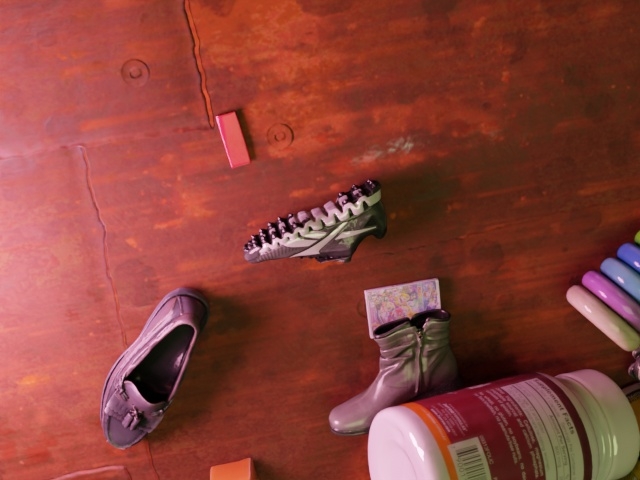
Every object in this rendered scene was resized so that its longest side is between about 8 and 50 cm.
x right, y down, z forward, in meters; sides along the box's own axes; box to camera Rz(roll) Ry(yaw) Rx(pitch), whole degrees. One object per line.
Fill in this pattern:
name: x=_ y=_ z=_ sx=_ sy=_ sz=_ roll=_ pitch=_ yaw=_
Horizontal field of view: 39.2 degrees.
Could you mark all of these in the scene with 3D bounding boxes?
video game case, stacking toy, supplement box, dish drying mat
video game case: x=0.137 y=0.111 z=1.475 sx=0.122 sy=0.011 sz=0.087 roll=-10 pitch=113 yaw=-4
stacking toy: x=0.552 y=0.014 z=1.432 sx=0.141 sy=0.141 sz=0.330 roll=38 pitch=98 yaw=-20
supplement box: x=-0.127 y=0.498 z=1.563 sx=0.078 sy=0.080 sz=0.233 roll=-14 pitch=115 yaw=1
dish drying mat: x=-0.129 y=-0.150 z=1.334 sx=0.032 sy=0.008 sz=0.083 roll=-16 pitch=114 yaw=0

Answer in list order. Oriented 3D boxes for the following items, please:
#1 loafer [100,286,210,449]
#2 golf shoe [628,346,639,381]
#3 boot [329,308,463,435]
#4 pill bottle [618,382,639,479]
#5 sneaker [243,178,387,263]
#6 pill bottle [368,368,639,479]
loafer: x=-0.269 y=0.215 z=1.417 sx=0.109 sy=0.095 sz=0.302 roll=25 pitch=107 yaw=-16
golf shoe: x=0.671 y=0.217 z=1.532 sx=0.273 sy=0.120 sz=0.105 roll=-9 pitch=111 yaw=-5
boot: x=0.110 y=0.208 z=1.474 sx=0.247 sy=0.083 sz=0.161 roll=-22 pitch=116 yaw=-7
pill bottle: x=0.599 y=0.390 z=1.474 sx=0.188 sy=0.334 sz=0.188 roll=-3 pitch=112 yaw=-7
sneaker: x=0.000 y=0.000 z=1.375 sx=0.234 sy=0.078 sz=0.106 roll=-24 pitch=111 yaw=0
pill bottle: x=0.294 y=0.335 z=1.434 sx=0.392 sy=0.224 sz=0.224 roll=-9 pitch=114 yaw=-23
